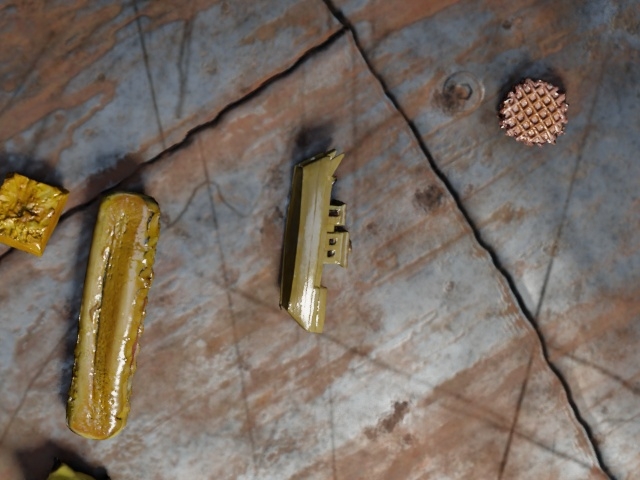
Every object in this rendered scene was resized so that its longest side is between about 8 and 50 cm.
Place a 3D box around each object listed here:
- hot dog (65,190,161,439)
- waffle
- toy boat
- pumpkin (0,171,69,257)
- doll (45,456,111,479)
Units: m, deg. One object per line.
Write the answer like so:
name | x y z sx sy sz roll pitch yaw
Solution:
hot dog | -0.229 0.084 1.777 0.083 0.068 0.289 15 103 18
waffle | 0.241 -0.144 1.786 0.083 0.029 0.075 15 101 -9
toy boat | 0.000 0.000 1.780 0.072 0.064 0.206 5 99 -19
pumpkin | -0.327 -0.030 1.759 0.074 0.054 0.083 22 77 1
doll | -0.221 0.370 1.812 0.291 0.086 0.117 47 64 -10
